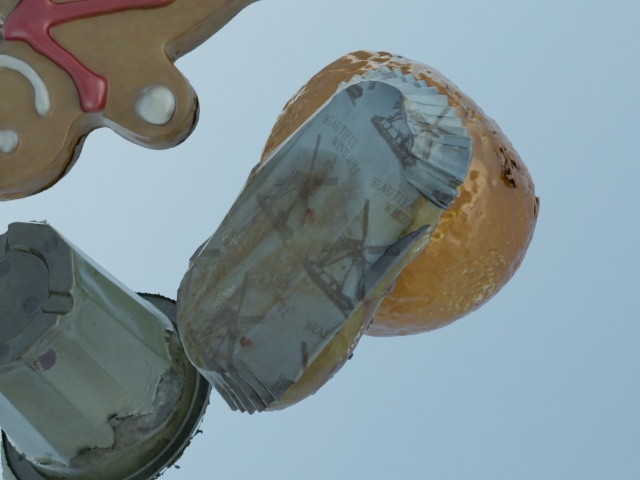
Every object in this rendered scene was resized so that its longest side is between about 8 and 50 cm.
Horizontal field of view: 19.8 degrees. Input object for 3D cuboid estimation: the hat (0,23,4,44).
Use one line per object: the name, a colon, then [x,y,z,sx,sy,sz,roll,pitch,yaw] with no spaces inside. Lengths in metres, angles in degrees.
hat: [-0.299,-0.211,1.605,0.146,0.146,0.067,-42,-169,24]

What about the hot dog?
hot dog: [0.000,0.000,1.305,0.270,0.082,0.162,-51,-129,16]

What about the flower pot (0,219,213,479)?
flower pot: [-0.290,0.127,2.024,0.290,0.259,0.290,-13,-126,19]

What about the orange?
orange: [0.077,-0.045,2.140,0.293,0.340,0.340,-42,-149,-6]

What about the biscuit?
biscuit: [-0.161,-0.166,1.378,0.340,0.047,0.216,-41,-109,-5]
